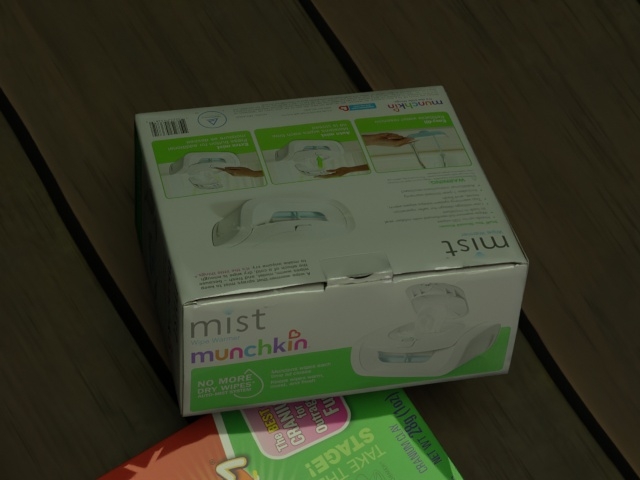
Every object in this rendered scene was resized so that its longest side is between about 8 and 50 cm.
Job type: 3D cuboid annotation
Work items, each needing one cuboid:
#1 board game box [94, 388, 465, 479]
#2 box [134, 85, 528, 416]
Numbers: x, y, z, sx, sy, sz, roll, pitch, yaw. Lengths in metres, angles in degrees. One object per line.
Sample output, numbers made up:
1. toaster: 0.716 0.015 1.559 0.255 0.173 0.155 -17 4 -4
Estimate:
1. board game box: -0.038 0.245 1.327 0.316 0.064 0.242 -30 75 -20
2. box: 0.000 0.000 1.357 0.262 0.127 0.231 -7 42 -13
